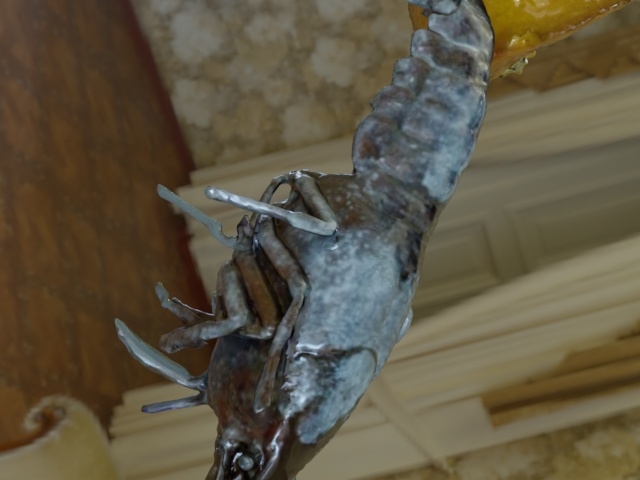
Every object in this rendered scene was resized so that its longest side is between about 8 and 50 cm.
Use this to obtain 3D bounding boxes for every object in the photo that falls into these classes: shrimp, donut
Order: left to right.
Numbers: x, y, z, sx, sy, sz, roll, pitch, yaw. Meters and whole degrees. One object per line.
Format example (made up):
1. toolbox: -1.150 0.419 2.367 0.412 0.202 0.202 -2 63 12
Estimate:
1. shrimp: 0.001 0.004 0.840 0.166 0.410 0.221 32 -5 44
2. donut: 0.182 -0.198 1.027 0.118 0.253 0.253 58 13 -11
